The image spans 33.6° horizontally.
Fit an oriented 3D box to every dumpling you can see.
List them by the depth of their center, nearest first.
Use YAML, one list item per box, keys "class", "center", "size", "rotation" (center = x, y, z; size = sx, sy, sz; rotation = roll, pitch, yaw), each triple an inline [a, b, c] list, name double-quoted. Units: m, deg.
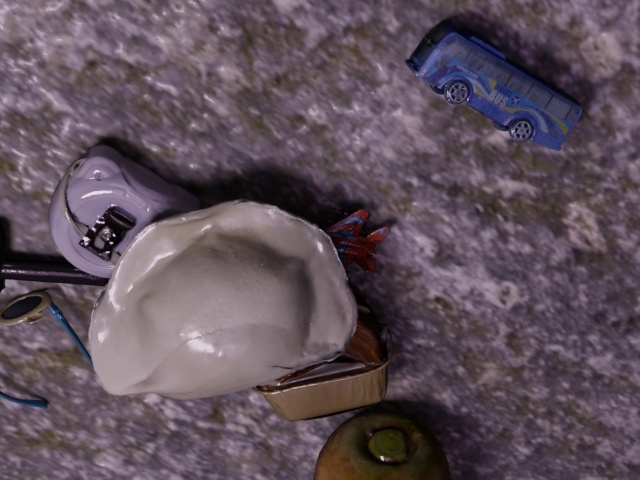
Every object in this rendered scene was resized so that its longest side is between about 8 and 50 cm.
- class: "dumpling"
  center: [-0.144, 0.080, 1.440]
  size: [0.341, 0.181, 0.260]
  rotation: [-7, 100, 22]

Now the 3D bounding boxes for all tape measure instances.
- class: "tape measure"
  center: [-0.282, -0.024, 1.476]
  size: [0.196, 0.105, 0.178]
  rotation: [26, 118, -20]

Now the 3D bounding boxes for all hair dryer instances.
- class: "hair dryer"
  center: [-0.402, 0.033, 1.533]
  size: [0.248, 0.070, 0.114]
  rotation: [5, 123, -11]

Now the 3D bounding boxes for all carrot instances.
- class: "carrot"
  center: [0.095, 0.443, 1.734]
  size: [0.224, 0.224, 0.340]
  rotation: [2, 129, -4]

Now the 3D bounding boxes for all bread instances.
- class: "bread"
  center: [-0.004, 0.168, 1.593]
  size: [0.224, 0.142, 0.211]
  rotation: [-14, 124, 6]

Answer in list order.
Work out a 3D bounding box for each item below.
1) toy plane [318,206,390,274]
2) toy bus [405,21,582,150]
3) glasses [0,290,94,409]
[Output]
- class: "toy plane"
  center: [0.000, -0.002, 1.533]
  size: [0.189, 0.061, 0.130]
  rotation: [15, 122, -7]
- class: "toy bus"
  center: [0.231, -0.204, 1.409]
  size: [0.237, 0.079, 0.094]
  rotation: [27, 102, -19]
- class: "glasses"
  center: [-0.445, 0.168, 1.634]
  size: [0.190, 0.088, 0.220]
  rotation: [-25, 140, 12]
